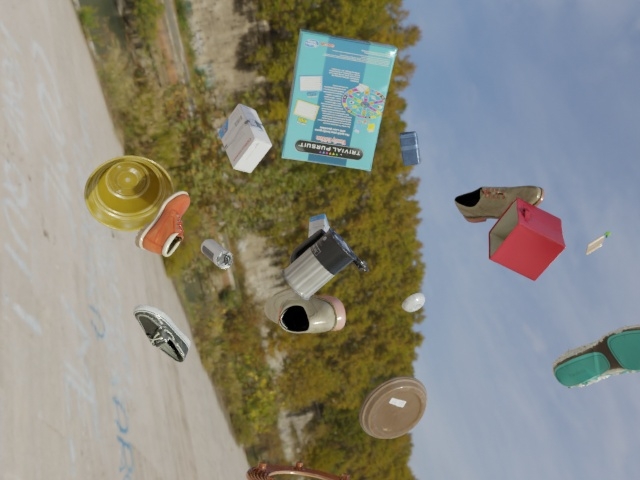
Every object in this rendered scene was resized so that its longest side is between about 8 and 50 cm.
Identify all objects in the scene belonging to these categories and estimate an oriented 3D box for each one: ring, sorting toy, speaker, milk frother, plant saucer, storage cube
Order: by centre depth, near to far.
[{"bbox_3d":[0.016,0.061,1.247,0.143,0.134,0.129,46,11,-18],"label":"milk frother"},{"bbox_3d":[-0.029,0.632,1.567,0.336,0.336,0.032,123,-21,-80],"label":"ring"},{"bbox_3d":[0.814,0.005,1.747,0.012,0.083,0.062,58,1,33],"label":"sorting toy"},{"bbox_3d":[-0.313,0.039,1.803,0.136,0.055,0.055,30,-45,55],"label":"speaker"},{"bbox_3d":[0.743,-0.004,2.162,0.184,0.193,0.215,-69,-175,-53],"label":"storage cube"},{"bbox_3d":[0.275,0.623,2.190,0.041,0.277,0.278,-130,-152,-59],"label":"plant saucer"}]

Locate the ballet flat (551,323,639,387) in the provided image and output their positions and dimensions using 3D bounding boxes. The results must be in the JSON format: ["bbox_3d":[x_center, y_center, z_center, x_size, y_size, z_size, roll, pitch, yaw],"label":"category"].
[{"bbox_3d":[0.889,0.331,1.801,0.409,0.147,0.147,-33,-115,44],"label":"ballet flat"}]

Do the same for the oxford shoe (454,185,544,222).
[{"bbox_3d":[0.676,-0.152,2.287,0.130,0.348,0.123,36,54,-35],"label":"oxford shoe"}]

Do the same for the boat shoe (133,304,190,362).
[{"bbox_3d":[-0.458,0.270,1.719,0.219,0.077,0.070,50,29,-31],"label":"boat shoe"}]

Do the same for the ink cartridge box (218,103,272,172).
[{"bbox_3d":[-0.261,-0.350,2.046,0.139,0.082,0.191,-46,-127,28],"label":"ink cartridge box"}]

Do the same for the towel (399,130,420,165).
[{"bbox_3d":[0.322,-0.330,2.141,0.029,0.067,0.119,-41,125,-61],"label":"towel"}]

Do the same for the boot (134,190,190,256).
[{"bbox_3d":[-0.311,-0.034,1.263,0.158,0.084,0.059,-59,157,-24],"label":"boot"}]

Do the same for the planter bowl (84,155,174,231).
[{"bbox_3d":[-0.492,-0.138,1.529,0.090,0.217,0.217,-121,-161,-50],"label":"planter bowl"}]

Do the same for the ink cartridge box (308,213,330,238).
[{"bbox_3d":[0.000,0.000,2.092,0.180,0.060,0.104,-87,162,-56],"label":"ink cartridge box"}]

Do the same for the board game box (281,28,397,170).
[{"bbox_3d":[0.043,-0.375,1.615,0.079,0.253,0.336,-100,-160,-65],"label":"board game box"}]

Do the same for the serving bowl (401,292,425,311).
[{"bbox_3d":[0.311,0.210,1.969,0.083,0.083,0.027,87,-19,-52],"label":"serving bowl"}]

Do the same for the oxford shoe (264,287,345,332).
[{"bbox_3d":[-0.092,0.229,1.949,0.397,0.146,0.141,-7,-90,54],"label":"oxford shoe"}]
